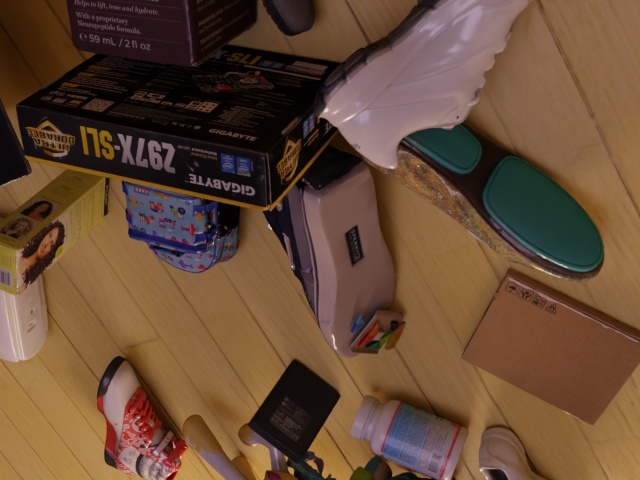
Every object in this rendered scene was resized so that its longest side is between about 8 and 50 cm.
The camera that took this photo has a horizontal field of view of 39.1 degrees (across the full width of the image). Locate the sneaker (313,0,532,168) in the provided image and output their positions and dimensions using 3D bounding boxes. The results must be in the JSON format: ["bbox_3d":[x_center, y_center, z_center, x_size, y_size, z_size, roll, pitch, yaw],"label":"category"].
[{"bbox_3d":[0.135,-0.199,0.969,0.297,0.111,0.129,-38,107,12],"label":"sneaker"}]

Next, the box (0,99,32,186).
[{"bbox_3d":[-0.548,-0.217,1.135,0.395,0.212,0.293,35,146,59],"label":"box"}]

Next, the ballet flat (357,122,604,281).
[{"bbox_3d":[0.179,-0.064,1.078,0.348,0.123,0.123,37,129,-1],"label":"ballet flat"}]

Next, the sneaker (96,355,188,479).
[{"bbox_3d":[-0.300,0.318,1.562,0.145,0.090,0.270,18,130,13],"label":"sneaker"}]

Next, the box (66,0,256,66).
[{"bbox_3d":[-0.185,-0.330,1.036,0.168,0.167,0.203,12,124,19],"label":"box"}]

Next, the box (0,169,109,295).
[{"bbox_3d":[-0.387,-0.023,1.290,0.058,0.232,0.087,21,128,10],"label":"box"}]

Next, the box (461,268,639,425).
[{"bbox_3d":[0.307,0.144,1.195,0.201,0.021,0.164,26,128,8],"label":"box"}]

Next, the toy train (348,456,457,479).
[{"bbox_3d":[0.099,0.380,1.324,0.143,0.248,0.105,22,91,23],"label":"toy train"}]

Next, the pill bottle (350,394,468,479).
[{"bbox_3d":[0.130,0.289,1.332,0.160,0.087,0.087,21,127,13],"label":"pill bottle"}]

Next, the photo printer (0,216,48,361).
[{"bbox_3d":[-0.626,0.056,1.538,0.308,0.107,0.256,17,126,16],"label":"photo printer"}]

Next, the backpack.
[{"bbox_3d":[-0.193,-0.028,1.270,0.158,0.117,0.173,18,129,16],"label":"backpack"}]

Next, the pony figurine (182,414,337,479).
[{"bbox_3d":[-0.068,0.471,1.420,0.363,0.303,0.351,25,125,46],"label":"pony figurine"}]

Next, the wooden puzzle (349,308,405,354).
[{"bbox_3d":[0.080,0.128,1.248,0.014,0.116,0.078,46,118,35],"label":"wooden puzzle"}]

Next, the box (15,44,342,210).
[{"bbox_3d":[-0.152,-0.155,1.077,0.322,0.257,0.079,12,124,18],"label":"box"}]

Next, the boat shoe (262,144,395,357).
[{"bbox_3d":[0.000,0.000,1.209,0.158,0.127,0.340,35,146,38],"label":"boat shoe"}]

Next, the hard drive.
[{"bbox_3d":[-0.037,0.256,1.362,0.094,0.135,0.022,38,138,-1],"label":"hard drive"}]

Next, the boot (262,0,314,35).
[{"bbox_3d":[0.002,-0.350,0.994,0.161,0.083,0.246,-3,122,18],"label":"boot"}]

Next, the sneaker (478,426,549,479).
[{"bbox_3d":[0.294,0.376,1.305,0.080,0.094,0.212,-35,102,36],"label":"sneaker"}]
